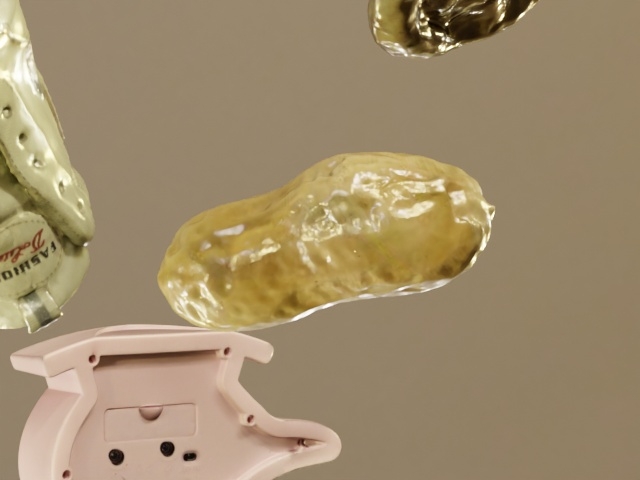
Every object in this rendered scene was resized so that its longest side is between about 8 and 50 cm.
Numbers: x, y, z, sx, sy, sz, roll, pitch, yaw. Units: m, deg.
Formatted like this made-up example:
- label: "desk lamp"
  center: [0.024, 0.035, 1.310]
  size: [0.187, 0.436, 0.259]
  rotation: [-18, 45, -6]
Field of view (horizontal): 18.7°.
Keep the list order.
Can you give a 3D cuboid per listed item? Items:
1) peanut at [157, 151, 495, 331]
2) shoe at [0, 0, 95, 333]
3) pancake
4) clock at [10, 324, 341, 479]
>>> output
- label: "peanut"
  center: [0.000, 0.000, 1.198]
  size: [0.214, 0.099, 0.099]
  rotation: [-17, -25, 18]
- label: "shoe"
  center: [-0.191, -0.051, 1.046]
  size: [0.132, 0.210, 0.342]
  rotation: [-30, -5, -10]
- label: "pancake"
  center: [0.159, -0.268, 1.733]
  size: [0.294, 0.049, 0.294]
  rotation: [-35, -23, -17]
- label: "clock"
  center: [-0.121, 0.209, 1.714]
  size: [0.290, 0.080, 0.275]
  rotation: [-5, -86, -33]
